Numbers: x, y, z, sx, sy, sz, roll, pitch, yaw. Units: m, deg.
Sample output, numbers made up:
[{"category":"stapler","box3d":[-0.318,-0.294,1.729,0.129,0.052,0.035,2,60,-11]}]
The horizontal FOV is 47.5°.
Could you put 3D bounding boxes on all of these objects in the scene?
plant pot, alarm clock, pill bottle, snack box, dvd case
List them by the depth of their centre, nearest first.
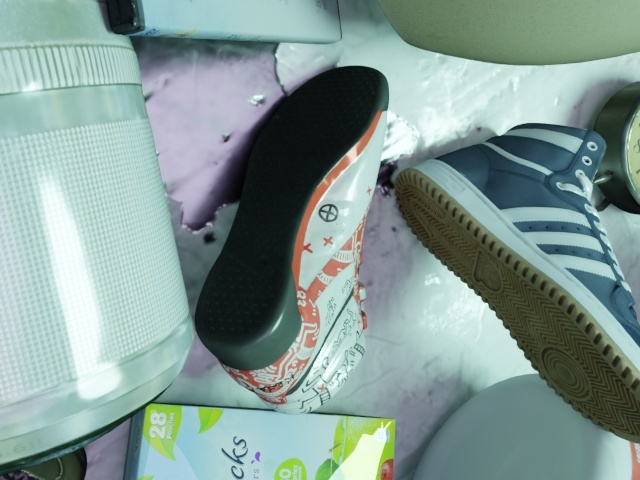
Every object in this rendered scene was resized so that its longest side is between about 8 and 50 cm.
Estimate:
[{"category":"dvd case","box3d":[-0.058,-0.221,0.469,0.253,0.022,0.180,-25,110,-60]},{"category":"plant pot","box3d":[0.123,-0.239,0.513,0.191,0.284,0.284,-22,107,21]},{"category":"snack box","box3d":[-0.049,0.219,0.566,0.207,0.070,0.174,8,76,-20]},{"category":"pill bottle","box3d":[0.264,0.297,0.638,0.363,0.210,0.210,42,82,-20]},{"category":"alarm clock","box3d":[0.329,-0.104,0.690,0.129,0.064,0.192,35,87,-20]}]

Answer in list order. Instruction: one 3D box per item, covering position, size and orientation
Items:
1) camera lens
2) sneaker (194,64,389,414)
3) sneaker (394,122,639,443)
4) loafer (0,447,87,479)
[{"category":"camera lens","box3d":[-0.201,-0.020,0.422,0.219,0.219,0.274,-13,101,-18]},{"category":"sneaker","box3d":[-0.001,0.000,0.573,0.145,0.090,0.270,63,41,-50]},{"category":"sneaker","box3d":[0.202,0.011,0.574,0.153,0.282,0.099,-27,148,-22]},{"category":"loafer","box3d":[-0.269,0.153,0.493,0.220,0.078,0.080,9,93,-21]}]
